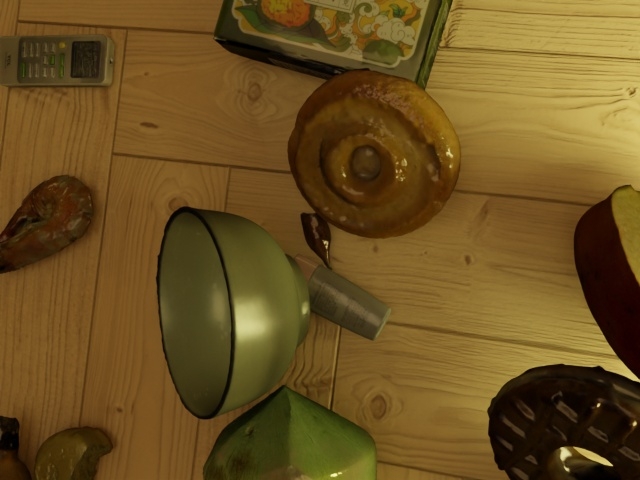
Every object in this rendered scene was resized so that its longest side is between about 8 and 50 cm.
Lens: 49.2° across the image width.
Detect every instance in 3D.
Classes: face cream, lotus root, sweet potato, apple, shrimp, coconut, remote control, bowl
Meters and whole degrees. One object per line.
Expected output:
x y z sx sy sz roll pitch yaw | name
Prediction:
0.026 0.104 1.256 0.198 0.057 0.084 30 103 13 | face cream
-0.652 0.493 1.353 0.183 0.183 0.310 22 88 12 | lotus root
0.000 0.000 1.269 0.049 0.049 0.117 -19 92 12 | sweet potato
0.542 0.075 1.001 0.295 0.329 0.365 -32 62 8 | apple
-0.576 -0.025 1.396 0.294 0.062 0.154 -30 71 8 | shrimp
-0.053 0.401 1.161 0.328 0.281 0.328 5 96 50 | coconut
-0.533 -0.358 1.399 0.250 0.034 0.103 4 90 12 | remote control
-0.139 0.113 1.194 0.185 0.354 0.353 -4 88 -31 | bowl

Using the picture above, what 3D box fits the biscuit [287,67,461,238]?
0.082 -0.133 1.161 0.296 0.102 0.296 12 124 18 | biscuit

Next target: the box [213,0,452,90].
0.053 -0.484 1.215 0.373 0.138 0.420 18 93 12 | box

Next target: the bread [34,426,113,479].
-0.488 0.429 1.354 0.125 0.086 0.156 26 92 18 | bread

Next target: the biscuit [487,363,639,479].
0.415 0.328 1.060 0.332 0.103 0.332 23 133 27 | biscuit
